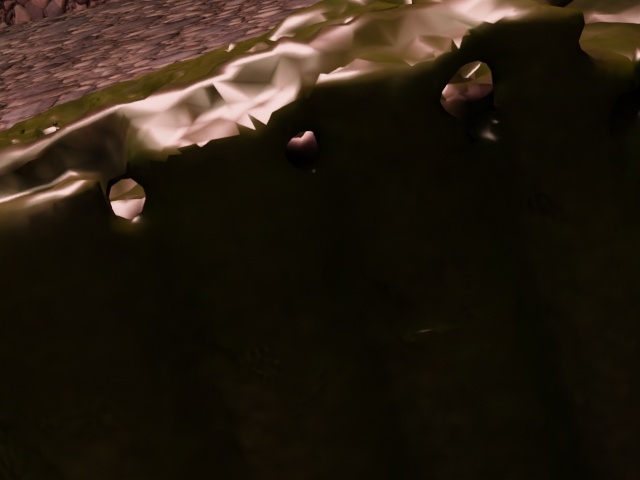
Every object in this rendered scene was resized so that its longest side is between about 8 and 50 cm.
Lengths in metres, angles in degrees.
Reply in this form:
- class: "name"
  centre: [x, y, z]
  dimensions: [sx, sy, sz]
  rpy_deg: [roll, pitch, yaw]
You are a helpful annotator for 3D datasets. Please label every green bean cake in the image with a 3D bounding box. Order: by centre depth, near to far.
- class: "green bean cake"
  centre: [0.000, 0.000, 0.512]
  dimensions: [0.335, 0.218, 0.319]
  rpy_deg: [-18, 18, -12]
